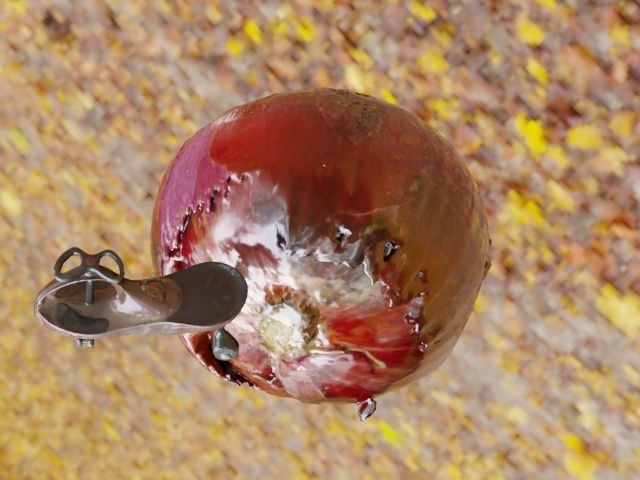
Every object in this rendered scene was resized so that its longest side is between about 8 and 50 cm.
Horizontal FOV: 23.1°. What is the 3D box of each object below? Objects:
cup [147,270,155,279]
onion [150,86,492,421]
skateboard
[{"bbox_3d":[-0.162,0.045,1.813,0.074,0.083,0.054,-20,148,23],"label":"cup"},{"bbox_3d":[0.000,0.000,1.265,0.276,0.276,0.276,37,156,19],"label":"onion"},{"bbox_3d":[-0.127,0.039,1.110,0.080,0.151,0.067,101,166,-53],"label":"skateboard"}]
